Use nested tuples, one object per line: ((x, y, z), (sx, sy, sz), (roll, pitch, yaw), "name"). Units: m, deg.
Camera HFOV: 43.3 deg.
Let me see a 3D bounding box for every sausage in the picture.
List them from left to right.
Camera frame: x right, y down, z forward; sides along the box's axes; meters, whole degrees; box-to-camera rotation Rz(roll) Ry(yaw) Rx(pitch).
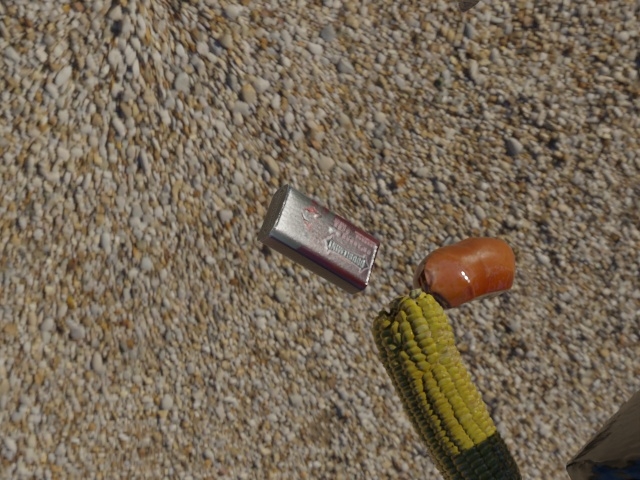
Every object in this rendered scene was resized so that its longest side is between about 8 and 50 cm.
((0.283, 0.063, 1.576), (0.258, 0.133, 0.133), (-12, 113, -36), "sausage")

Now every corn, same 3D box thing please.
((0.154, 0.199, 0.953), (0.101, 0.101, 0.292), (-27, 75, -3), "corn")

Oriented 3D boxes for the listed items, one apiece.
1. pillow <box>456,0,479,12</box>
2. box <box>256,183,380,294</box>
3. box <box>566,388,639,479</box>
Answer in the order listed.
((0.166, -0.436, 1.111), (0.270, 0.067, 0.173), (27, 144, -26), "pillow")
((0.000, 0.000, 1.506), (0.224, 0.069, 0.120), (33, 60, -22), "box")
((0.418, 0.134, 0.654), (0.350, 0.359, 0.091), (-21, 92, -46), "box")
